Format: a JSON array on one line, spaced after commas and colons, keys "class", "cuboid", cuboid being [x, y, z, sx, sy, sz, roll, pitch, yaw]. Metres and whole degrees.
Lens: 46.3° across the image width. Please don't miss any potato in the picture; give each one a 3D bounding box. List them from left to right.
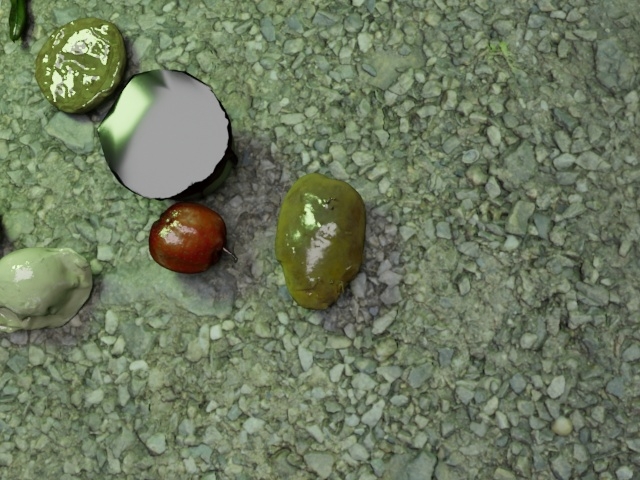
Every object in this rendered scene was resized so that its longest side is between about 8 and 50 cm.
[{"class": "potato", "cuboid": [0.000, 0.000, 1.588, 0.192, 0.141, 0.296, 3, 82, 7]}]

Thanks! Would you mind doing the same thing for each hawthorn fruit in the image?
[{"class": "hawthorn fruit", "cuboid": [-0.264, 0.003, 1.597, 0.194, 0.157, 0.157, 21, 81, 1]}]

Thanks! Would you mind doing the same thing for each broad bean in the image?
[{"class": "broad bean", "cuboid": [-0.726, -0.562, 1.783, 0.061, 0.046, 0.195, -23, 74, 11]}]

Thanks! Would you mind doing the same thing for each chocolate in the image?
[{"class": "chocolate", "cuboid": [-0.316, -0.207, 1.622, 0.284, 0.186, 0.283, 0, 84, 0]}]

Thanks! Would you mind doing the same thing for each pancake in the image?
[{"class": "pancake", "cuboid": [-0.558, -0.406, 1.745, 0.242, 0.050, 0.241, -3, 75, 11]}]

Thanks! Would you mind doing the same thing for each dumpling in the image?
[{"class": "dumpling", "cuboid": [-0.613, 0.110, 1.612, 0.258, 0.147, 0.193, -22, 110, -6]}]
